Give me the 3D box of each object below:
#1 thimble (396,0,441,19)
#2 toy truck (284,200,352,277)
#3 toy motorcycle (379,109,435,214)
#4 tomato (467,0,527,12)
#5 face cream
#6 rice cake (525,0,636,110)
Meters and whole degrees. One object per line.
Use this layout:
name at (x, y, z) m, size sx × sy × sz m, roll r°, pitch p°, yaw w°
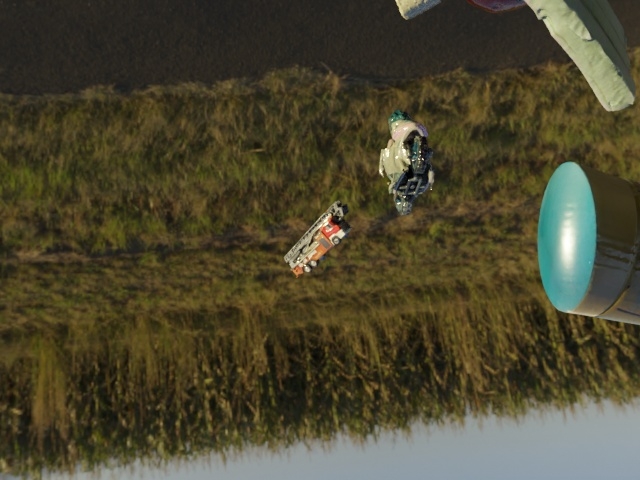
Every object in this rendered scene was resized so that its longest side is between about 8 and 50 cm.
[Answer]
thimble at (0.197, -0.532, 1.179) m, size 0.090 × 0.102 × 0.115 m, roll -23°, pitch -167°, yaw 22°
toy truck at (0.000, 0.000, 0.506) m, size 0.083 × 0.032 × 0.024 m, roll -44°, pitch 175°, yaw 33°
toy motorcycle at (0.189, -0.189, 1.222) m, size 0.108 × 0.204 × 0.239 m, roll 2°, pitch 151°, yaw -20°
tomato at (0.439, -0.686, 1.233) m, size 0.325 × 0.289 × 0.293 m, roll -14°, pitch 175°, yaw -21°
face cream at (0.334, 0.017, 0.570) m, size 0.285 × 0.139 × 0.067 m, roll 11°, pitch 180°, yaw -29°
rice cake at (0.268, -0.246, 0.591) m, size 0.237 × 0.127 × 0.043 m, roll 30°, pitch 146°, yaw -31°
